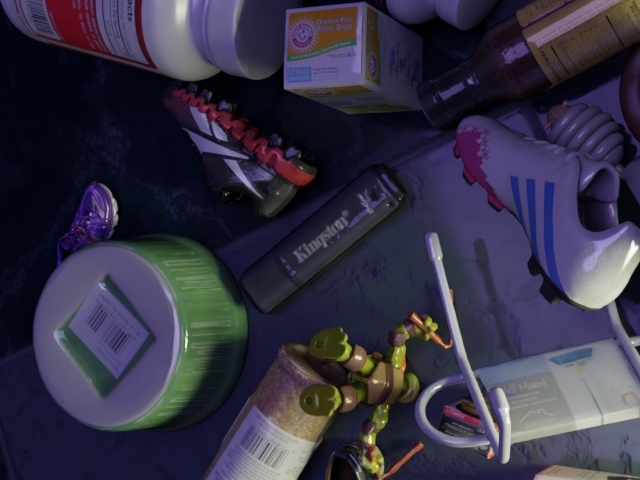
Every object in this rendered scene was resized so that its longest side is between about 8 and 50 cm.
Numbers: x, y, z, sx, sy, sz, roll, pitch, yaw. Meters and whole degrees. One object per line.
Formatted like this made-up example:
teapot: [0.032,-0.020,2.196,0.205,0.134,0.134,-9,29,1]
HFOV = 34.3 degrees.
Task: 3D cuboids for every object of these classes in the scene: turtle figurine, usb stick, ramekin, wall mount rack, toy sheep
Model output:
turtle figurine: [0.070,0.169,1.338,0.087,0.217,0.269,22,91,42]
usb stick: [0.000,0.000,1.452,0.278,0.045,0.077,-39,71,18]
ramekin: [-0.273,0.136,1.518,0.303,0.148,0.303,-1,87,26]
wall mount rack: [0.269,0.105,1.228,0.350,0.130,0.304,-12,39,-4]
toy sheep: [0.331,-0.122,1.276,0.132,0.091,0.091,42,105,21]

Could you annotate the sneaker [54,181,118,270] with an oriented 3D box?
sneaker: [-0.369,-0.008,1.615,0.068,0.071,0.169,19,95,25]

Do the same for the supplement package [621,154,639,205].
supplement package: [0.457,-0.061,1.099,0.204,0.262,0.145,-42,95,17]

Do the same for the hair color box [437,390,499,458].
hair color box: [0.204,0.227,1.289,0.072,0.141,0.043,19,99,25]

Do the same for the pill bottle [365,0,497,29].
pill bottle: [0.086,-0.403,1.357,0.323,0.181,0.181,36,102,22]

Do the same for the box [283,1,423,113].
box: [0.046,-0.233,1.353,0.114,0.203,0.103,1,88,26]

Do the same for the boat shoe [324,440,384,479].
boat shoe: [0.037,0.391,1.398,0.084,0.079,0.233,1,89,24]

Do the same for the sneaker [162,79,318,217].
sneaker: [-0.139,-0.128,1.495,0.276,0.098,0.135,36,100,21]

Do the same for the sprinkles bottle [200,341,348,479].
sprinkles bottle: [-0.090,0.315,1.437,0.121,0.121,0.355,36,102,23]

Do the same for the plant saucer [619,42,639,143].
plant saucer: [0.458,-0.188,1.248,0.199,0.036,0.198,-1,88,26]

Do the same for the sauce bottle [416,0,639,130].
sauce bottle: [0.282,-0.248,1.295,0.344,0.111,0.111,-26,77,23]

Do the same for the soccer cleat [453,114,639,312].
soccer cleat: [0.273,-0.065,1.208,0.143,0.116,0.331,-55,40,29]

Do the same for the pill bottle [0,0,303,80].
pill bottle: [-0.242,-0.359,1.485,0.408,0.229,0.229,19,95,25]

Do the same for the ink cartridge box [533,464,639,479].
ink cartridge box: [0.375,0.370,1.223,0.237,0.100,0.172,2,88,27]
